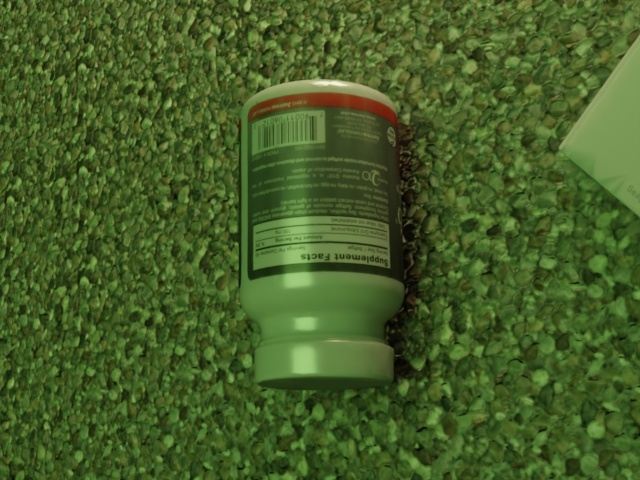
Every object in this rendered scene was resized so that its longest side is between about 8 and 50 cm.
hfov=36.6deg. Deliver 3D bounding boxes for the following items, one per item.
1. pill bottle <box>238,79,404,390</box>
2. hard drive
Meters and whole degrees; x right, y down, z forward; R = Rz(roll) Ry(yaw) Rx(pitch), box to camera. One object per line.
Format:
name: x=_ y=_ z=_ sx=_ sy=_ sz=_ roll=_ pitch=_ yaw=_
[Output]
pill bottle: x=0.000 y=0.000 z=1.227 sx=0.210 sy=0.210 sz=0.363 roll=-11 pitch=73 yaw=34
hard drive: x=0.414 y=-0.168 z=1.031 sx=0.308 sy=0.040 sz=0.203 roll=-57 pitch=45 yaw=20
